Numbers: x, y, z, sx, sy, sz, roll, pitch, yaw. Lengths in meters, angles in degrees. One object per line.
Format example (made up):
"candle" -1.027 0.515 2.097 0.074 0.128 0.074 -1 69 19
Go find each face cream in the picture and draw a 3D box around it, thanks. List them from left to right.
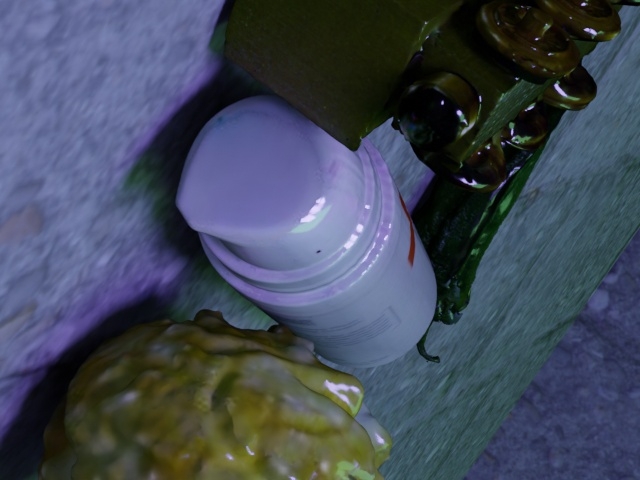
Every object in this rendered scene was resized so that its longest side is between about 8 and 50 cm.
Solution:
"face cream" 0.000 0.000 0.889 0.102 0.102 0.345 -52 167 -4

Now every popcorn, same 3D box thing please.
"popcorn" -0.043 0.128 0.861 0.212 0.198 0.198 -10 138 -44

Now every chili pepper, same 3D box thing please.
"chili pepper" 0.116 -0.023 1.256 0.279 0.065 0.122 -62 160 17

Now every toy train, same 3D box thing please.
"toy train" 0.067 -0.109 0.776 0.225 0.137 0.090 -39 163 -55
